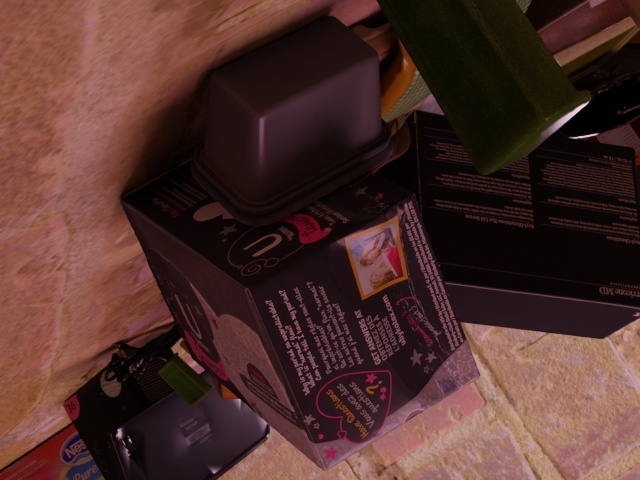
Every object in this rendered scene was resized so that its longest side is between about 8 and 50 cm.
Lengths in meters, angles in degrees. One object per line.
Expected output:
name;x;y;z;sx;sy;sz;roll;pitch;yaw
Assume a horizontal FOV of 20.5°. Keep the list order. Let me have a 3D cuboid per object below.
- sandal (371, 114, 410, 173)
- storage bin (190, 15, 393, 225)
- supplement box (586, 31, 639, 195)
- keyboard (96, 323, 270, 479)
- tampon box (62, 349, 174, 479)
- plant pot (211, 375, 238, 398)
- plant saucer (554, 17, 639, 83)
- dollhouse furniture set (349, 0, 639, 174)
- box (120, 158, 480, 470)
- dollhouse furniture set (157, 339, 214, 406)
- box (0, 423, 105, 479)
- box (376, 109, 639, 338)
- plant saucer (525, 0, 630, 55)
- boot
sandal;0.019;-0.082;1.527;0.049;0.072;0.180;-12;-171;32
storage bin;-0.021;-0.092;1.206;0.135;0.098;0.091;-28;144;-26
supplement box;0.426;-0.161;2.154;0.129;0.194;0.191;-25;169;-48
keyboard;-0.166;0.192;2.067;0.033;0.201;0.317;-15;-174;28
tampon box;-0.213;0.228;2.160;0.120;0.161;0.101;-39;169;38
plant pot;-0.036;0.089;1.948;0.188;0.205;0.205;-15;170;-9
plant saucer;0.254;-0.194;1.804;0.188;0.045;0.188;-29;172;-23
dollhouse furniture set;0.125;-0.124;1.307;0.197;0.151;0.301;-28;172;-30
box;-0.021;0.034;1.296;0.142;0.163;0.247;-29;-153;-15
dollhouse furniture set;-0.125;0.119;2.053;0.076;0.058;0.151;-40;-171;40
box;-0.287;0.310;2.455;0.300;0.142;0.154;-34;173;11
box;0.193;-0.011;1.788;0.261;0.184;0.103;8;153;-23
plant saucer;0.268;-0.233;1.512;0.311;0.050;0.310;-28;175;-2
boot;0.316;-0.154;1.946;0.263;0.091;0.229;-28;-173;-19
